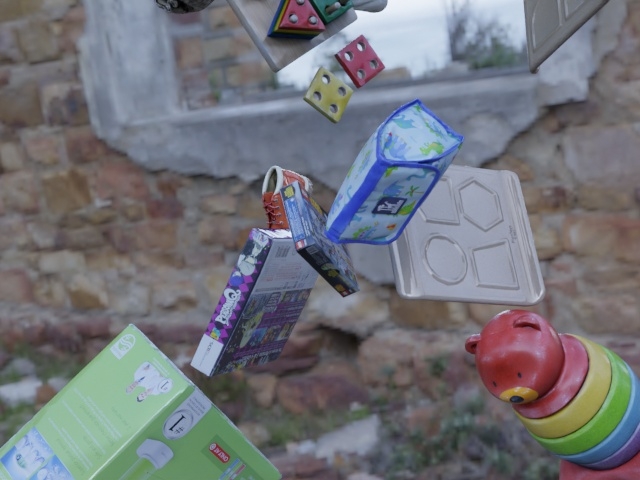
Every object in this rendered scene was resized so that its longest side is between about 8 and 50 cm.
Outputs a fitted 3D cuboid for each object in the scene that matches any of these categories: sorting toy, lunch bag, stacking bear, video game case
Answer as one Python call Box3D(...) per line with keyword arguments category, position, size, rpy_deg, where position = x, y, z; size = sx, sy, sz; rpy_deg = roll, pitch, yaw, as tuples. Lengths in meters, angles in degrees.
Box3D(category="sorting toy", position=(-0.026, -0.262, 1.262), size=(0.132, 0.274, 0.046), rpy_deg=(-38, 9, -33))
Box3D(category="sorting toy", position=(0.172, -0.008, 1.490), size=(0.208, 0.193, 0.038), rpy_deg=(3, -26, -26))
Box3D(category="sorting toy", position=(0.337, -0.413, 1.639), size=(0.041, 0.307, 0.229), rpy_deg=(6, -23, -15))
Box3D(category="lunch bag", position=(0.074, -0.068, 1.303), size=(0.096, 0.129, 0.151), rpy_deg=(41, 37, 12))
Box3D(category="stacking bear", position=(0.307, 0.192, 1.501), size=(0.175, 0.289, 0.164), rpy_deg=(-20, 42, 42))
Box3D(category="video game case", position=(-0.077, 0.083, 1.676), size=(0.042, 0.210, 0.232), rpy_deg=(28, 10, 18))

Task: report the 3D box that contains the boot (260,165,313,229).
Box3D(category="boot", position=(-0.067, -0.038, 1.850), size=(0.059, 0.158, 0.085), rpy_deg=(-4, -22, 38))

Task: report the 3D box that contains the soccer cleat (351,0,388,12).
Box3D(category="soccer cleat", position=(0.005, -0.293, 1.391), size=(0.068, 0.076, 0.196), rpy_deg=(9, -4, 42))

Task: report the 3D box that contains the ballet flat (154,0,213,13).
Box3D(category="ballet flat", position=(-0.135, -0.265, 0.984), size=(0.058, 0.084, 0.250), rpy_deg=(-40, -19, -11))

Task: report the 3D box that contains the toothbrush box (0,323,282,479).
Box3D(category="toothbrush box", position=(-0.209, 0.258, 1.164), size=(0.283, 0.206, 0.122), rpy_deg=(-46, 47, -9))

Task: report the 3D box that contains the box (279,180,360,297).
Box3D(category="box", position=(0.000, 0.000, 1.426), size=(0.027, 0.094, 0.137), rpy_deg=(-24, -35, 14))
